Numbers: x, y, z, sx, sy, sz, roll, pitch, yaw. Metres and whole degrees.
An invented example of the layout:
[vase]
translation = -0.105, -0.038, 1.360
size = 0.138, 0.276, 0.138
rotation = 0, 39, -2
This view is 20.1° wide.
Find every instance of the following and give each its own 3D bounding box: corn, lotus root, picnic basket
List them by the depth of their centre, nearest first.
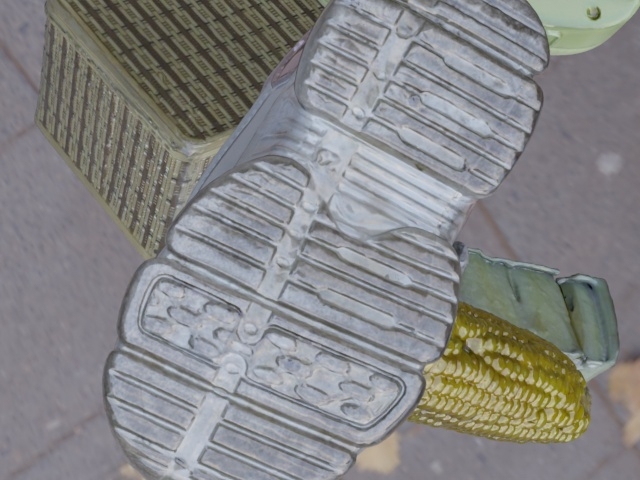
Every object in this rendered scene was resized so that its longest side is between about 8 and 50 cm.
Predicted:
[corn]
translation = 0.108, 0.095, 1.315
size = 0.261, 0.097, 0.097
rotation = 19, 103, -43
[picnic basket]
translation = -0.065, -0.152, 1.582
size = 0.312, 0.228, 0.175
rotation = -24, 149, -32
[lotus root]
translation = 0.176, 0.085, 1.816
size = 0.234, 0.119, 0.138
rotation = 9, 147, -20

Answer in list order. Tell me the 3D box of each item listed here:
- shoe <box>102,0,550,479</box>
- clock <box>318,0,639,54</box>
[shoe]
translation = 0.002, 0.002, 1.087
size = 0.172, 0.198, 0.351
rotation = 36, 80, -6
[clock]
translation = 0.117, -0.292, 1.271
size = 0.235, 0.096, 0.308
rotation = 7, 81, -6
